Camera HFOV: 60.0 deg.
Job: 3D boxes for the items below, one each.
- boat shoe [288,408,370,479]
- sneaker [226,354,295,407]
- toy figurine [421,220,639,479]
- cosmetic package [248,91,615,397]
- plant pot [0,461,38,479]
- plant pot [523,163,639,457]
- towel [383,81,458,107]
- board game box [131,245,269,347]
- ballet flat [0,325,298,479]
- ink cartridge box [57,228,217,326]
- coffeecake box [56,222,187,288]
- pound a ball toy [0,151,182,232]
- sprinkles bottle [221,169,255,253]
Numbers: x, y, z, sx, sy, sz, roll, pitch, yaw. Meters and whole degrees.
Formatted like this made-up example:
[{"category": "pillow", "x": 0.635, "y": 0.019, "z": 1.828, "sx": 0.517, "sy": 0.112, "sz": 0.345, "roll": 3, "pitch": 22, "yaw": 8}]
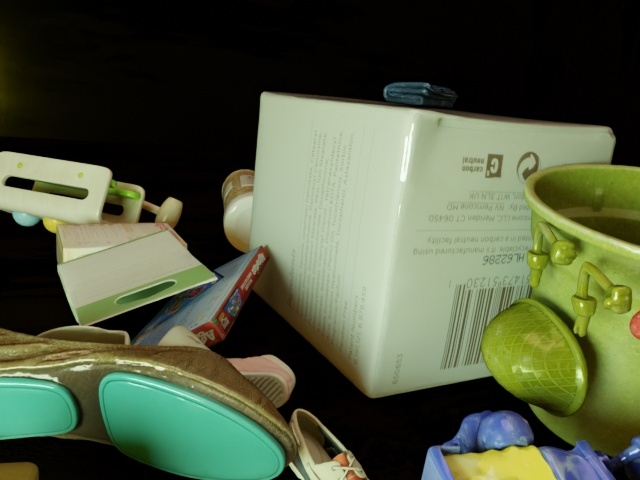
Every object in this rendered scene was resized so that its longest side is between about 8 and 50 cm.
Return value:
[{"category": "boat shoe", "x": 0.012, "y": 0.196, "z": 0.471, "sx": 0.049, "sy": 0.043, "sz": 0.137, "roll": -2, "pitch": 18, "yaw": -34}, {"category": "sneaker", "x": -0.090, "y": 0.149, "z": 0.596, "sx": 0.135, "sy": 0.050, "sz": 0.070, "roll": 4, "pitch": 2, "yaw": 14}, {"category": "toy figurine", "x": 0.143, "y": 0.155, "z": 0.395, "sx": 0.218, "sy": 0.191, "sz": 0.362, "roll": -12, "pitch": 35, "yaw": -8}, {"category": "cosmetic package", "x": 0.119, "y": -0.030, "z": 0.805, "sx": 0.330, "sy": 0.327, "sz": 0.394, "roll": -2, "pitch": 17, "yaw": -29}, {"category": "plant pot", "x": -0.222, "y": 0.184, "z": 0.355, "sx": 0.081, "sy": 0.081, "sz": 0.083, "roll": 2, "pitch": 5, "yaw": -14}, {"category": "plant pot", "x": 0.332, "y": 0.081, "z": 0.581, "sx": 0.277, "sy": 0.253, "sz": 0.276, "roll": 3, "pitch": 24, "yaw": -1}, {"category": "towel", "x": 0.139, "y": -0.201, "z": 0.762, "sx": 0.067, "sy": 0.029, "sz": 0.119, "roll": 14, "pitch": 17, "yaw": 30}, {"category": "board game box", "x": -0.154, "y": 0.085, "z": 0.698, "sx": 0.145, "sy": 0.027, "sz": 0.281, "roll": -26, "pitch": 12, "yaw": 11}, {"category": "ballet flat", "x": -0.183, "y": 0.128, "z": 0.501, "sx": 0.343, "sy": 0.116, "sz": 0.124, "roll": 3, "pitch": 28, "yaw": 7}, {"category": "ink cartridge box", "x": -0.251, "y": 0.061, "z": 0.753, "sx": 0.171, "sy": 0.056, "sz": 0.235, "roll": -20, "pitch": 27, "yaw": -24}, {"category": "coffeecake box", "x": -0.333, "y": 0.020, "z": 0.923, "sx": 0.186, "sy": 0.068, "sz": 0.142, "roll": -2, "pitch": 17, "yaw": -29}, {"category": "pound a ball toy", "x": -0.476, "y": -0.067, "z": 1.131, "sx": 0.320, "sy": 0.135, "sz": 0.208, "roll": 11, "pitch": -9, "yaw": 16}, {"category": "sprinkles bottle", "x": -0.159, "y": -0.076, "z": 1.247, "sx": 0.122, "sy": 0.121, "sz": 0.355, "roll": 3, "pitch": 15, "yaw": -12}]
